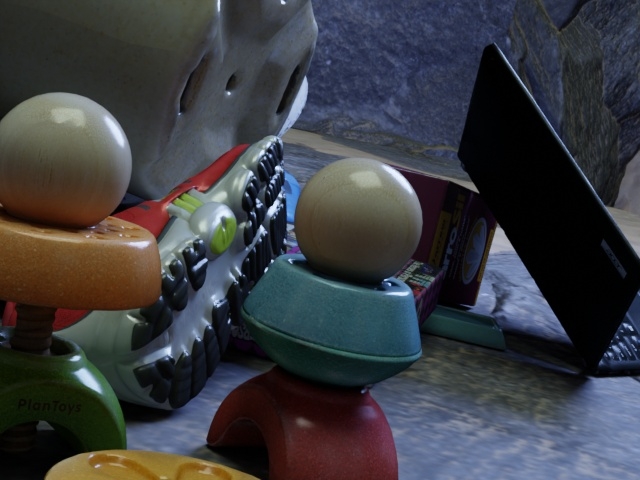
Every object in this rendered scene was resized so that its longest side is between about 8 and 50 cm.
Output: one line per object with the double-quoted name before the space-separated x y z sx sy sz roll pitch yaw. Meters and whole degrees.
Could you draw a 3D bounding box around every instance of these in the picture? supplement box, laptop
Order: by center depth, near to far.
"laptop" 0.230 -0.019 1.052 0.264 0.136 0.234 5 49 -45
"supplement box" 0.091 -0.003 1.122 0.081 0.104 0.188 15 1 22

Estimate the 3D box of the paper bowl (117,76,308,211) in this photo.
"paper bowl" -0.152 -0.132 1.280 0.284 0.148 0.284 -13 36 9

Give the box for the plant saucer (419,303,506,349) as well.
"plant saucer" 0.060 0.056 1.050 0.192 0.018 0.067 14 8 -1

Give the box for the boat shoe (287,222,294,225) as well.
"boat shoe" -0.081 0.007 1.101 0.153 0.048 0.056 3 14 -23

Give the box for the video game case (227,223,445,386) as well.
"video game case" -0.031 0.032 0.926 0.210 0.041 0.232 14 13 12

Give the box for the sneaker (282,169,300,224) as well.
"sneaker" -0.051 -0.019 1.233 0.082 0.069 0.209 38 16 6

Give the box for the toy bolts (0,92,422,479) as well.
"toy bolts" -0.036 0.036 0.532 0.229 0.158 0.218 7 10 -38

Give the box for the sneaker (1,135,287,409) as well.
"sneaker" -0.095 0.003 0.749 0.118 0.107 0.279 5 20 17

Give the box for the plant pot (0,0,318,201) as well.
"plant pot" -0.181 -0.186 1.015 0.306 0.333 0.334 29 13 17
